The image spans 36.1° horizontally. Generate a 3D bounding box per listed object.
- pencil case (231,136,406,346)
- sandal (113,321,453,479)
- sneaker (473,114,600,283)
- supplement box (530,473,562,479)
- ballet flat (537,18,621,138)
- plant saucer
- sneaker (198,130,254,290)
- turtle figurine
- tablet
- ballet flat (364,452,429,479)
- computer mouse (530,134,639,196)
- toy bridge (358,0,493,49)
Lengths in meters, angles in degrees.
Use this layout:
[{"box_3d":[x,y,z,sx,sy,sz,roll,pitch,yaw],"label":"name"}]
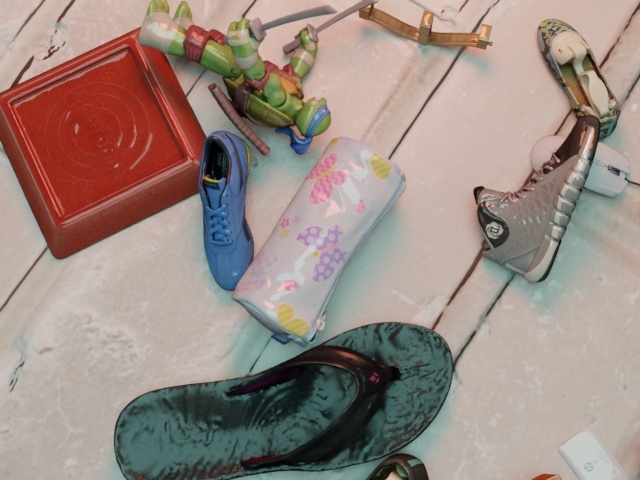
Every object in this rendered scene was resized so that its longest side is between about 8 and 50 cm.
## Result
[{"box_3d":[0.000,0.000,1.265,0.124,0.113,0.273,22,76,36],"label":"pencil case"},{"box_3d":[-0.040,0.219,1.226,0.445,0.107,0.168,-17,79,-3],"label":"sandal"},{"box_3d":[0.269,-0.069,1.276,0.132,0.086,0.229,21,98,13],"label":"sneaker"},{"box_3d":[0.309,0.406,1.198,0.080,0.078,0.234,-25,80,-7],"label":"supplement box"},{"box_3d":[0.357,-0.231,1.338,0.070,0.070,0.188,-25,79,-4],"label":"ballet flat"},{"box_3d":[-0.300,-0.144,1.338,0.259,0.048,0.259,-26,79,-5],"label":"plant saucer"},{"box_3d":[-0.131,-0.038,1.279,0.069,0.082,0.210,0,91,17],"label":"sneaker"},{"box_3d":[-0.081,-0.271,1.290,0.266,0.275,0.198,25,45,10],"label":"turtle figurine"},{"box_3d":[0.350,0.285,1.259,0.054,0.006,0.083,-35,79,-6],"label":"tablet"},{"box_3d":[0.026,0.371,1.198,0.095,0.096,0.280,34,80,20],"label":"ballet flat"},{"box_3d":[0.379,-0.094,1.319,0.192,0.042,0.106,16,80,4],"label":"computer mouse"},{"box_3d":[0.146,-0.293,1.353,0.188,0.063,0.026,16,79,5],"label":"toy bridge"}]
